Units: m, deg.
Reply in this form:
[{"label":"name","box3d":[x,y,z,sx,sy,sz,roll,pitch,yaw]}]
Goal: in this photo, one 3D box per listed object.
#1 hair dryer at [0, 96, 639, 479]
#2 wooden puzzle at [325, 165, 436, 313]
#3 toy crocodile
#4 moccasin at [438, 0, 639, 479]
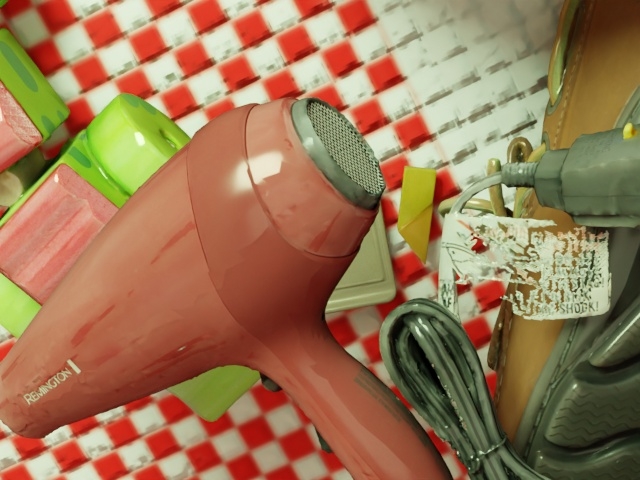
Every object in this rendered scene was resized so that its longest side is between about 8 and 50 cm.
[{"label":"hair dryer","box3d":[0.000,0.056,0.532,0.293,0.080,0.224,5,100,17]},{"label":"wooden puzzle","box3d":[0.000,0.000,0.665,0.116,0.014,0.079,-4,104,1]},{"label":"toy crocodile","box3d":[-0.147,-0.046,0.600,0.115,0.105,0.340,-40,105,12]},{"label":"moccasin","box3d":[0.139,-0.014,0.605,0.139,0.147,0.380,2,105,-16]}]
